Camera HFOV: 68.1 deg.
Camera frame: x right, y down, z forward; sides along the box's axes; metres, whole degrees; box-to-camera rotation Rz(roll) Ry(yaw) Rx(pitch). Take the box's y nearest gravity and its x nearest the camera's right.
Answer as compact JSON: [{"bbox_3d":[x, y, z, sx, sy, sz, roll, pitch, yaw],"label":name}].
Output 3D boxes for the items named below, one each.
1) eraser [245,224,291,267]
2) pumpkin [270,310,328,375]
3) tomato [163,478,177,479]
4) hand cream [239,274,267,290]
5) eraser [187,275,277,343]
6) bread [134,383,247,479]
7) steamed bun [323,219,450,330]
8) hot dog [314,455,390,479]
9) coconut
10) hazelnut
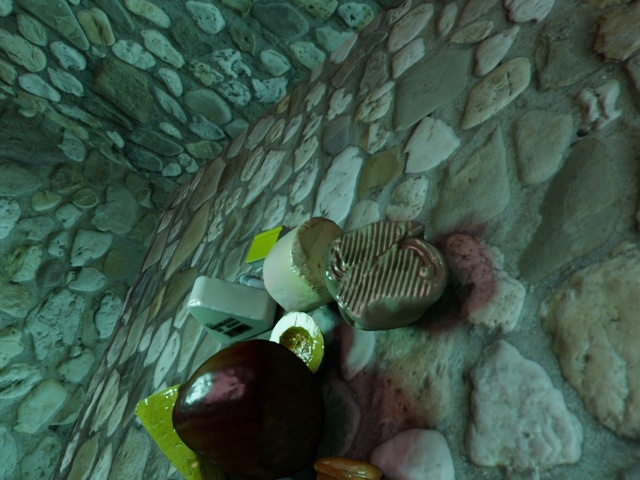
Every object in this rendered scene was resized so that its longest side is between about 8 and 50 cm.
[{"bbox_3d":[-0.230,0.030,2.121,0.226,0.069,0.157,-16,46,46],"label":"eraser"},{"bbox_3d":[-0.053,0.345,1.518,0.218,0.110,0.217,-14,65,33],"label":"pumpkin"},{"bbox_3d":[-0.526,0.909,1.601,0.195,0.136,0.195,-35,35,29],"label":"tomato"},{"bbox_3d":[-0.281,0.196,2.053,0.255,0.048,0.079,16,79,56],"label":"hand cream"},{"bbox_3d":[-0.355,0.296,1.899,0.331,0.331,0.149,-26,43,40],"label":"eraser"},{"bbox_3d":[-0.393,0.642,1.478,0.245,0.233,0.361,-32,64,23],"label":"bread"},{"bbox_3d":[0.186,0.110,1.333,0.325,0.219,0.309,-23,52,5],"label":"steamed bun"},{"bbox_3d":[0.083,0.576,1.143,0.249,0.076,0.102,-16,85,49],"label":"hot dog"},{"bbox_3d":[-0.032,0.095,1.568,0.309,0.298,0.297,-37,32,54],"label":"coconut"},{"bbox_3d":[-0.189,0.460,1.295,0.421,0.421,0.352,-23,59,42],"label":"hazelnut"}]
